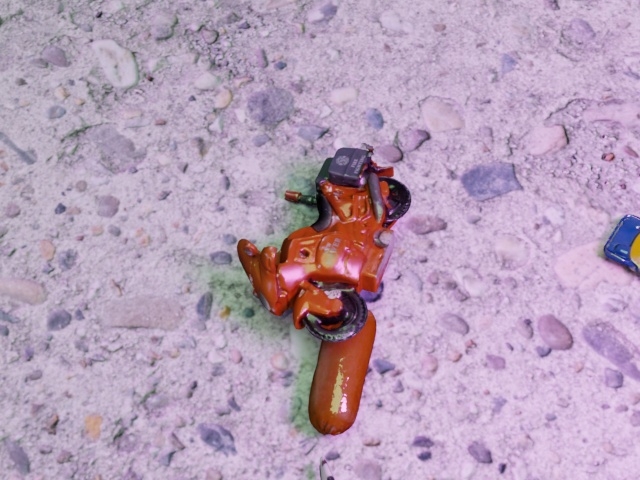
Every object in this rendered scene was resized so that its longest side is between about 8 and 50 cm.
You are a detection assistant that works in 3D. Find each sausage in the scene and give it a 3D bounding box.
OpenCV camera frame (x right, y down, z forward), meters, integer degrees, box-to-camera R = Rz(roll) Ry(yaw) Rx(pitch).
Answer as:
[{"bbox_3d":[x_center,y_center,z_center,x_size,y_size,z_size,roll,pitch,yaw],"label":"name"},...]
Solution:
[{"bbox_3d":[0.031,0.186,1.343,0.076,0.076,0.198,10,65,8],"label":"sausage"}]

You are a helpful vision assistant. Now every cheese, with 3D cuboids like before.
[{"bbox_3d":[0.560,0.047,1.389,0.270,0.069,0.177,30,67,20],"label":"cheese"}]

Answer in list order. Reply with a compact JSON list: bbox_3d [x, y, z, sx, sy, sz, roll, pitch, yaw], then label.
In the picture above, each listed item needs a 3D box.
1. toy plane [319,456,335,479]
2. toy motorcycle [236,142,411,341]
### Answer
[{"bbox_3d":[0.032,0.399,1.231,0.159,0.082,0.234,-4,38,-20],"label":"toy plane"},{"bbox_3d":[0.000,0.000,1.396,0.221,0.148,0.326,14,55,15],"label":"toy motorcycle"}]
